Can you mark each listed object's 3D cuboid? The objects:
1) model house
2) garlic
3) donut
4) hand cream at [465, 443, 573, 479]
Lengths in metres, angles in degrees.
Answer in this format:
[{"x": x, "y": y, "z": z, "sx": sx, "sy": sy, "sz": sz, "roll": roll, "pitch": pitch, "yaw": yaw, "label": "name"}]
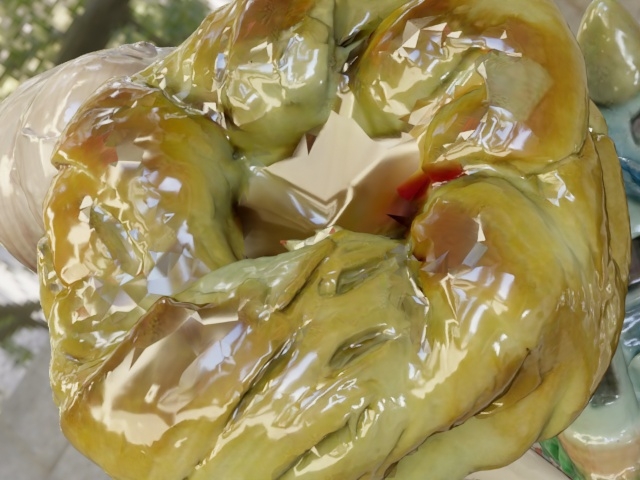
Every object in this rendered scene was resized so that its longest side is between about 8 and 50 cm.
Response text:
[{"x": 0.240, "y": -0.010, "z": 1.053, "sx": 0.194, "sy": 0.267, "sz": 0.325, "roll": -123, "pitch": -171, "yaw": -57, "label": "model house"}, {"x": -0.114, "y": -0.054, "z": 1.214, "sx": 0.241, "sy": 0.322, "sz": 0.322, "roll": 64, "pitch": 1, "yaw": 7, "label": "garlic"}, {"x": 0.000, "y": 0.000, "z": 0.872, "sx": 0.360, "sy": 0.360, "sz": 0.170, "roll": 30, "pitch": -16, "yaw": 38, "label": "donut"}, {"x": 0.231, "y": 0.216, "z": 1.449, "sx": 0.336, "sy": 0.076, "sz": 0.121, "roll": 20, "pitch": 11, "yaw": -13, "label": "hand cream"}]
